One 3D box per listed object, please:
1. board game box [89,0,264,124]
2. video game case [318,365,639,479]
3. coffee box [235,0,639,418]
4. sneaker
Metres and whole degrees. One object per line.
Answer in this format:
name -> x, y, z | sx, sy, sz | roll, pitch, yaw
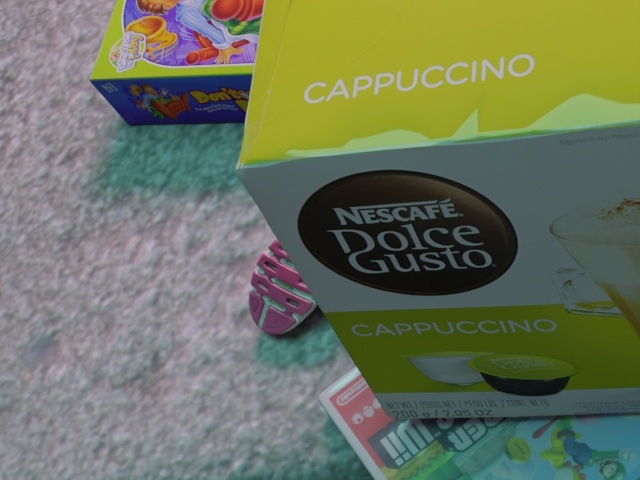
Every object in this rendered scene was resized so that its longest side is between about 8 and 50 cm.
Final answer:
board game box -> -0.050, -0.273, 1.523 | 0.233, 0.078, 0.347 | 1, 61, 26
video game case -> 0.148, 0.151, 1.197 | 0.204, 0.025, 0.285 | -38, 52, 0
coffee box -> 0.171, -0.104, 1.124 | 0.338, 0.334, 0.338 | -5, 55, 19
sneaker -> 0.000, 0.000, 1.345 | 0.063, 0.075, 0.170 | 26, 96, 18
